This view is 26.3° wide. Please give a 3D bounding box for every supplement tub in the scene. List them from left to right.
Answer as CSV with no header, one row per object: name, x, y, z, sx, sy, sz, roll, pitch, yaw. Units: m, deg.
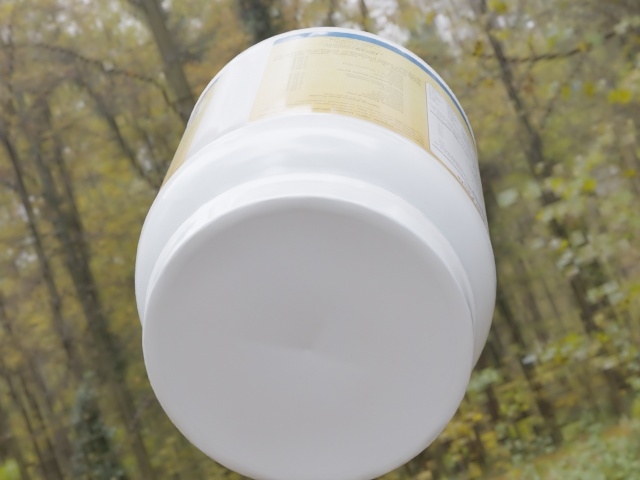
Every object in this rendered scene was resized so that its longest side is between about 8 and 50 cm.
supplement tub,0.000,0.000,0.588,0.144,0.144,0.199,-24,20,13
